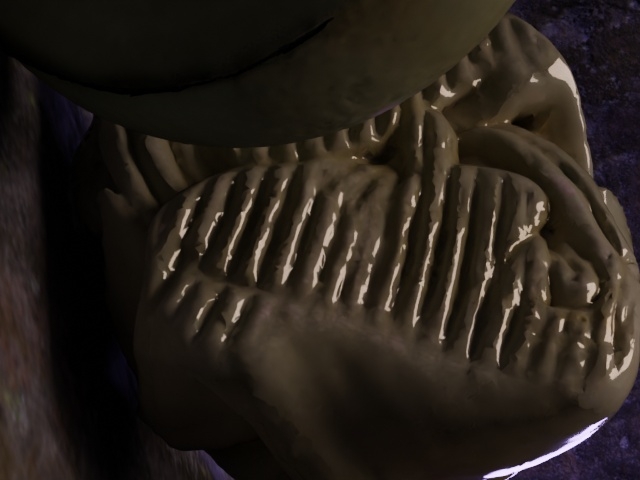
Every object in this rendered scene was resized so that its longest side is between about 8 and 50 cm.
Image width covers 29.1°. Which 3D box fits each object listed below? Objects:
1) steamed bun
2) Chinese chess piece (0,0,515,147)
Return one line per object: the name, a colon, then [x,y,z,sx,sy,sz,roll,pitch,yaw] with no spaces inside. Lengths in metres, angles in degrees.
steamed bun: [0.016,0.013,0.797,0.394,0.346,0.237,42,-29,21]
Chinese chess piece: [-0.043,-0.222,0.619,0.146,0.349,0.349,9,66,-65]
